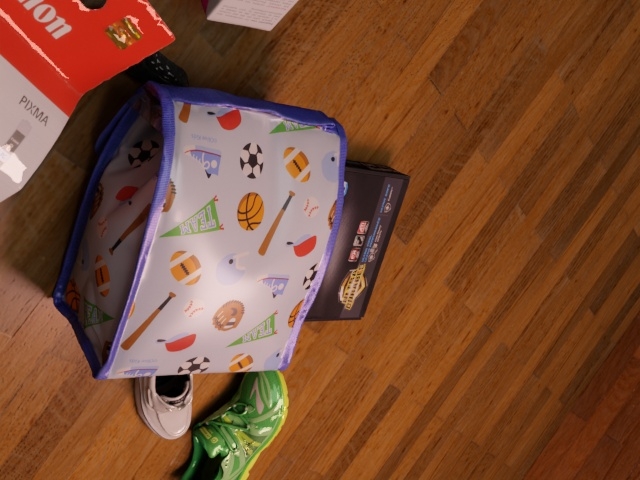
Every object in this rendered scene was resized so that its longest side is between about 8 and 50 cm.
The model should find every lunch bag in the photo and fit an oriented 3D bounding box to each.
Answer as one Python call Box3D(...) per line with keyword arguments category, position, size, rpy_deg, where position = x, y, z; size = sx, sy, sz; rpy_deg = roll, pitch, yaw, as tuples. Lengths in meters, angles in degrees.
Box3D(category="lunch bag", position=(-0.157, -0.023, 1.144), size=(0.327, 0.239, 0.386), rpy_deg=(2, 119, -42))

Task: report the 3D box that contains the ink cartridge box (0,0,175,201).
Box3D(category="ink cartridge box", position=(-0.366, -0.172, 0.819), size=(0.384, 0.091, 0.308), rpy_deg=(-30, 149, 5))

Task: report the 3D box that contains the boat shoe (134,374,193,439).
Box3D(category="boat shoe", position=(-0.251, 0.241, 1.320), size=(0.095, 0.084, 0.258), rpy_deg=(-31, 132, -27))

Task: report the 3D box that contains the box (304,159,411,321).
Box3D(category="box", position=(0.000, 0.000, 1.425), size=(0.293, 0.073, 0.296), rpy_deg=(4, 110, -45))

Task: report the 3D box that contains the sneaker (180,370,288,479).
Box3D(category="sneaker", position=(-0.155, 0.344, 1.455), size=(0.123, 0.109, 0.296), rpy_deg=(17, 102, -51))

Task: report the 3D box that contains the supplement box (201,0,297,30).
Box3D(category="supplement box", position=(-0.060, -0.380, 1.024), size=(0.113, 0.111, 0.220), rpy_deg=(-4, 157, -41))

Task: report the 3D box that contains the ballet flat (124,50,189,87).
Box3D(category="ballet flat", position=(-0.239, -0.247, 1.079), size=(0.057, 0.049, 0.173), rpy_deg=(-17, 142, 23))
